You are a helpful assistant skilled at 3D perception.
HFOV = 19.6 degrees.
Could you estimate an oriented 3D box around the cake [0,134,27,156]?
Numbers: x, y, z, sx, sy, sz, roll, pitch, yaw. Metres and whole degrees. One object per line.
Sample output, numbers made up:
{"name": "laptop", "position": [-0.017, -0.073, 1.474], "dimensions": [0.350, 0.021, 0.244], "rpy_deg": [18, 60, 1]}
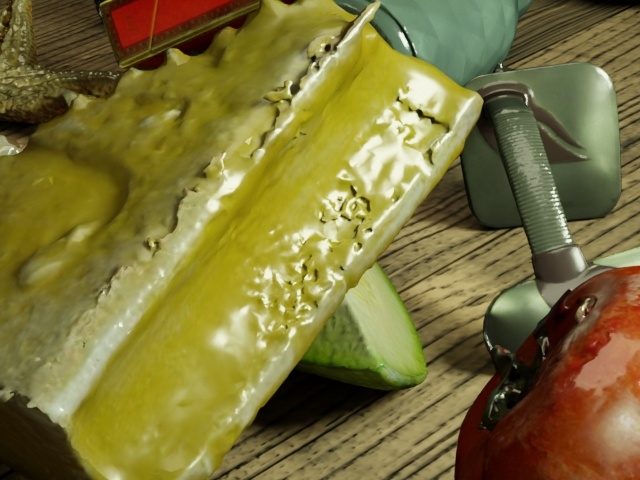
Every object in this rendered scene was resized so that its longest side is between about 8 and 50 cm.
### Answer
{"name": "cake", "position": [-0.225, -0.005, 1.241], "dimensions": [0.135, 0.134, 0.147], "rpy_deg": [26, -3, -42]}

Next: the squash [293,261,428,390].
{"name": "squash", "position": [0.000, 0.000, 1.204], "dimensions": [0.289, 0.111, 0.203], "rpy_deg": [9, 66, 45]}

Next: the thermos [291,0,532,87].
{"name": "thermos", "position": [0.084, -0.182, 1.618], "dimensions": [0.182, 0.145, 0.286], "rpy_deg": [-34, 0, 40]}

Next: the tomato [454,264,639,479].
{"name": "tomato", "position": [0.142, 0.106, 0.873], "dimensions": [0.187, 0.151, 0.187], "rpy_deg": [-49, 11, 12]}

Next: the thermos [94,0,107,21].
{"name": "thermos", "position": [-0.154, -0.287, 2.047], "dimensions": [0.188, 0.083, 0.073], "rpy_deg": [-16, 45, -20]}

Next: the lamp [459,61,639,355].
{"name": "lamp", "position": [0.195, -0.037, 1.221], "dimensions": [0.203, 0.124, 0.283], "rpy_deg": [-7, 22, 3]}

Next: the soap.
{"name": "soap", "position": [-0.118, -0.020, 1.111], "dimensions": [0.304, 0.169, 0.338], "rpy_deg": [17, 60, 43]}

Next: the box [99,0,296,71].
{"name": "box", "position": [-0.062, -0.226, 1.698], "dimensions": [0.240, 0.074, 0.153], "rpy_deg": [-21, -2, 22]}

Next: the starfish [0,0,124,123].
{"name": "starfish", "position": [-0.320, -0.167, 1.763], "dimensions": [0.375, 0.094, 0.327], "rpy_deg": [4, 29, -1]}
